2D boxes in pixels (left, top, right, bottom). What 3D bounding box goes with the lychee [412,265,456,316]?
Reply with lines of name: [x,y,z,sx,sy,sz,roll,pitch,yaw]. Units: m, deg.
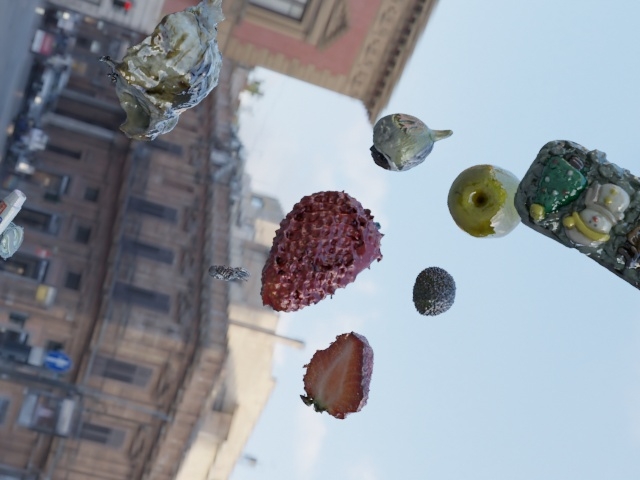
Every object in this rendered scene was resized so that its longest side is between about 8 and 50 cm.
lychee: [0.159,0.072,1.488,0.068,0.067,0.083,-27,-164,2]

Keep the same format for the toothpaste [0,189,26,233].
toothpaste: [-0.591,-0.001,1.859,0.218,0.052,0.033,-48,160,11]

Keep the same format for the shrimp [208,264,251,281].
shrimp: [-0.170,0.062,2.038,0.038,0.092,0.029,-25,-115,47]

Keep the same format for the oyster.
oyster: [-0.255,-0.252,1.649,0.337,0.198,0.133,-38,-107,58]

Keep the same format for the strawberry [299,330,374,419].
strawberry: [0.063,0.313,2.468,0.236,0.175,0.107,-38,171,33]

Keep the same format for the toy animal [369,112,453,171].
toy animal: [0.146,-0.157,1.749,0.098,0.137,0.098,-176,-90,-68]

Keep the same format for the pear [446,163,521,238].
pear: [0.314,-0.072,2.000,0.162,0.149,0.148,16,90,-71]

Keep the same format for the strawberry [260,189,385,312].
strawberry: [0.000,0.000,1.817,0.286,0.188,0.106,-48,148,-38]

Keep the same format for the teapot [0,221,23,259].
teapot: [-0.655,-0.048,1.980,0.077,0.200,0.107,-53,161,-37]

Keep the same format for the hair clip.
hair clip: [0.401,-0.007,1.345,0.138,0.321,0.091,-60,171,13]
